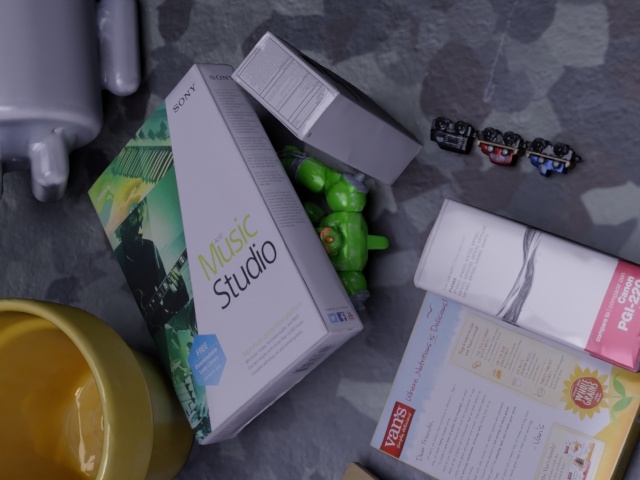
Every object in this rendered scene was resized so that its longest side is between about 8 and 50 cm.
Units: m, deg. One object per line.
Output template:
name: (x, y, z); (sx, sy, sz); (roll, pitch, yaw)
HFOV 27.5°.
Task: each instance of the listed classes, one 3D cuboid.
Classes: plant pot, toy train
plant pot: (-0.258, 0.193, 1.349); (0.254, 0.239, 0.254); (-3, 83, 23)
toy train: (0.182, -0.092, 1.308); (0.158, 0.027, 0.036); (15, 93, 25)

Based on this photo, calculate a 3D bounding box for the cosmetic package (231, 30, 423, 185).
cosmetic package: (0.014, -0.123, 1.269); (0.099, 0.239, 0.060); (45, 100, 21)

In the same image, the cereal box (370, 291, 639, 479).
cereal box: (0.181, 0.165, 1.253); (0.240, 0.047, 0.173); (23, 94, 31)

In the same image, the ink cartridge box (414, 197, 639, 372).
ink cartridge box: (0.217, 0.042, 1.204); (0.218, 0.158, 0.092); (20, 93, 24)

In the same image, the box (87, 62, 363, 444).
box: (-0.109, 0.014, 1.340); (0.232, 0.058, 0.322); (-44, 62, 37)

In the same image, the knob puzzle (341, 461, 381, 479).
knob puzzle: (0.059, 0.348, 1.304); (0.213, 0.030, 0.213); (-3, 85, 36)

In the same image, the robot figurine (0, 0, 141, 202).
robot figurine: (-0.351, -0.219, 1.460); (0.300, 0.200, 0.353); (-3, 80, -17)

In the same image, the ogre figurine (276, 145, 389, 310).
ogre figurine: (0.000, 0.000, 1.345); (0.118, 0.097, 0.197); (-3, 66, 41)
